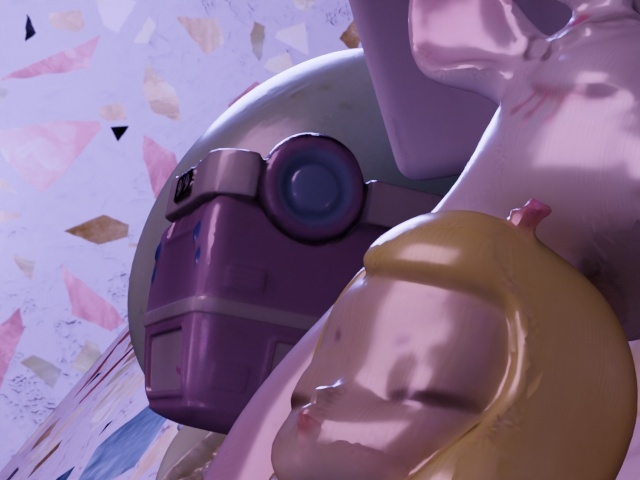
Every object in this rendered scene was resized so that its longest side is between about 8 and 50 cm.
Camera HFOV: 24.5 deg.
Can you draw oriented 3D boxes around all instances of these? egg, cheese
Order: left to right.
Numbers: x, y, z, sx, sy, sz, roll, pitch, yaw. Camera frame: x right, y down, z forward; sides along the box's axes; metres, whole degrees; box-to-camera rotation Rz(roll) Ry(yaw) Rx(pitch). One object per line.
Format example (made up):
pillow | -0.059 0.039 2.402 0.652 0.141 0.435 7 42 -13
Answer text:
cheese | -0.082 0.151 1.147 0.127 0.050 0.235 -48 10 -3
egg | 0.000 0.000 0.940 0.283 0.203 0.203 -44 9 -3

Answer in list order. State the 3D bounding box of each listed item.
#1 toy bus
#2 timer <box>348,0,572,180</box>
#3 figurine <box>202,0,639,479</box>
toy bus | 0.020 0.037 0.740 0.142 0.202 0.142 154 126 -70
timer | 0.135 -0.157 0.752 0.194 0.195 0.192 -9 13 39
figurine | 0.104 0.013 0.344 0.284 0.206 0.315 -25 42 59
